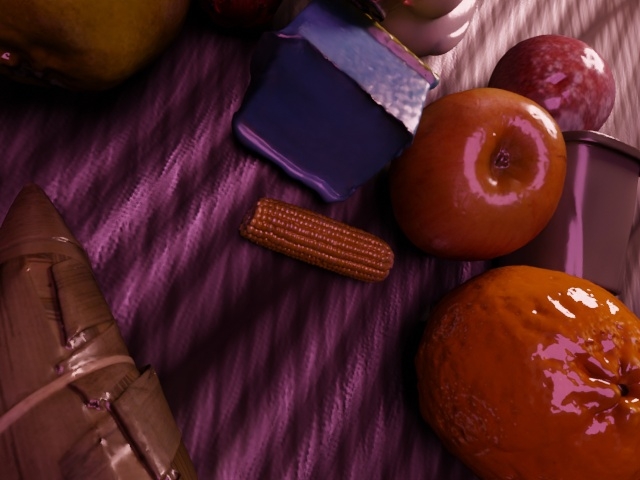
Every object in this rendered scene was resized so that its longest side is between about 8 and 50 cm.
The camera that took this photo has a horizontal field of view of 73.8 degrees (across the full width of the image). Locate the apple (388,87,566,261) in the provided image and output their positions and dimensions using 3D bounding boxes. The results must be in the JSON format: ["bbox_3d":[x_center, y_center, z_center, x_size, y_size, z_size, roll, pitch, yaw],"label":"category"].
[{"bbox_3d":[0.250,-0.104,0.693,0.285,0.233,0.286,0,90,-3],"label":"apple"}]

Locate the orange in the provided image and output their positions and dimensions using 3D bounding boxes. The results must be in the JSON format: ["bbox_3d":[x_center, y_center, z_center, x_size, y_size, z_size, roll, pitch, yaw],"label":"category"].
[{"bbox_3d":[0.319,0.202,0.630,0.340,0.293,0.341,5,72,-14],"label":"orange"}]

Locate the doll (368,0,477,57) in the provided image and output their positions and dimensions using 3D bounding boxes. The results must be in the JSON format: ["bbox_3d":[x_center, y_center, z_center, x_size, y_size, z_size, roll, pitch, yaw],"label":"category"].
[{"bbox_3d":[0.211,-0.474,0.801,0.250,0.221,0.221,-25,88,-27],"label":"doll"}]

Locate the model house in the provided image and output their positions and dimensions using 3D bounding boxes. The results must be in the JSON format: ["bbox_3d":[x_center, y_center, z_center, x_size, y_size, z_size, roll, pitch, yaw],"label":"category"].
[{"bbox_3d":[0.040,-0.256,0.682,0.237,0.215,0.303,35,57,-10],"label":"model house"}]

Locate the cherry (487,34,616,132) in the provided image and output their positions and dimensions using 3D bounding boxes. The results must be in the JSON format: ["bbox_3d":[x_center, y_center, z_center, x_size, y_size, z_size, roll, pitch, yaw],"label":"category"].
[{"bbox_3d":[0.454,-0.287,0.856,0.236,0.213,0.286,26,63,21],"label":"cherry"}]

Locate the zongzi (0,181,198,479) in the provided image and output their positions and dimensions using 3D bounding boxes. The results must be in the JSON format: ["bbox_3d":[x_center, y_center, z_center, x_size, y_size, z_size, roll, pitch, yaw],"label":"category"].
[{"bbox_3d":[-0.420,0.229,0.428,0.499,0.218,0.467,-33,66,-14],"label":"zongzi"}]

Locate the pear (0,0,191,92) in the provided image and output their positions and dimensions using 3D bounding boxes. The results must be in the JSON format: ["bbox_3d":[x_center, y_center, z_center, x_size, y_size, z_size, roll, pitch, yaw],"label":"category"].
[{"bbox_3d":[-0.324,-0.378,0.501,0.351,0.352,0.414,0,68,-22],"label":"pear"}]

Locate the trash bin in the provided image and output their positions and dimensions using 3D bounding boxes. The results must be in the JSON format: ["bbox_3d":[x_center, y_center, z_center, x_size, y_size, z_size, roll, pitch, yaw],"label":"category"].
[{"bbox_3d":[0.453,-0.033,0.796,0.219,0.219,0.250,14,79,-17],"label":"trash bin"}]

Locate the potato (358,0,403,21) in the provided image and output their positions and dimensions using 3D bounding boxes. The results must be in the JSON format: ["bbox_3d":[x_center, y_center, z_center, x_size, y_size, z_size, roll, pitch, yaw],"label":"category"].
[{"bbox_3d":[0.060,-0.467,0.595,0.246,0.196,0.300,27,30,-29],"label":"potato"}]

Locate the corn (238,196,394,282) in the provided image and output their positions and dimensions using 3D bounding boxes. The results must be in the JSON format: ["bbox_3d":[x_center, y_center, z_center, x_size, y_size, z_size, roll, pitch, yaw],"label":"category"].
[{"bbox_3d":[0.000,0.000,0.670,0.248,0.081,0.081,20,70,-16],"label":"corn"}]

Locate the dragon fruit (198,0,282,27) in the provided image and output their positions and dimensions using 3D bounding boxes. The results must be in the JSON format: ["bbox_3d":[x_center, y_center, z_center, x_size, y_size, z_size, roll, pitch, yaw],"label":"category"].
[{"bbox_3d":[-0.132,-0.426,0.667,0.172,0.173,0.210,-8,40,-24],"label":"dragon fruit"}]
